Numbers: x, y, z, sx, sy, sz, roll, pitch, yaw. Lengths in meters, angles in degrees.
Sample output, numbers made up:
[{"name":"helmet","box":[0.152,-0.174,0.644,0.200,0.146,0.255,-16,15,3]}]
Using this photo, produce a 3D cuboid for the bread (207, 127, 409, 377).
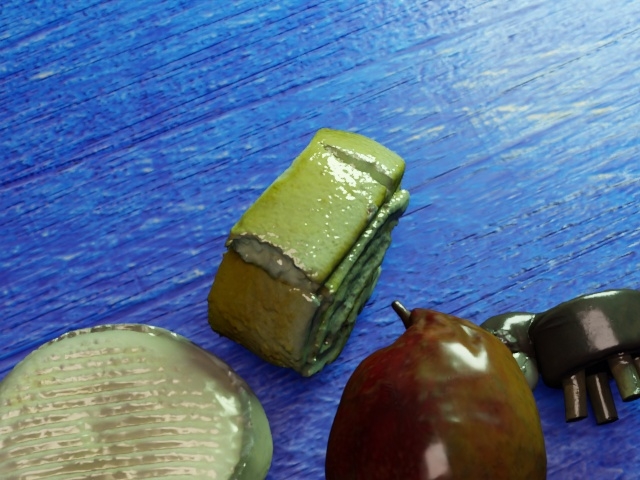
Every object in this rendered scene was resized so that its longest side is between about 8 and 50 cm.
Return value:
[{"name":"bread","box":[0.000,0.000,1.507,0.124,0.186,0.257,26,64,13]}]

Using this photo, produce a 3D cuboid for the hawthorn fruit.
[{"name":"hawthorn fruit","box":[0.100,0.169,1.434,0.208,0.208,0.248,-9,75,-3]}]

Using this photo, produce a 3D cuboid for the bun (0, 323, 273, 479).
[{"name":"bun","box":[-0.190,0.217,1.448,0.287,0.146,0.287,-2,56,3]}]

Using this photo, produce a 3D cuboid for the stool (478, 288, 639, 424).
[{"name":"stool","box":[0.243,0.116,1.499,0.217,0.125,0.121,-13,72,5]}]
